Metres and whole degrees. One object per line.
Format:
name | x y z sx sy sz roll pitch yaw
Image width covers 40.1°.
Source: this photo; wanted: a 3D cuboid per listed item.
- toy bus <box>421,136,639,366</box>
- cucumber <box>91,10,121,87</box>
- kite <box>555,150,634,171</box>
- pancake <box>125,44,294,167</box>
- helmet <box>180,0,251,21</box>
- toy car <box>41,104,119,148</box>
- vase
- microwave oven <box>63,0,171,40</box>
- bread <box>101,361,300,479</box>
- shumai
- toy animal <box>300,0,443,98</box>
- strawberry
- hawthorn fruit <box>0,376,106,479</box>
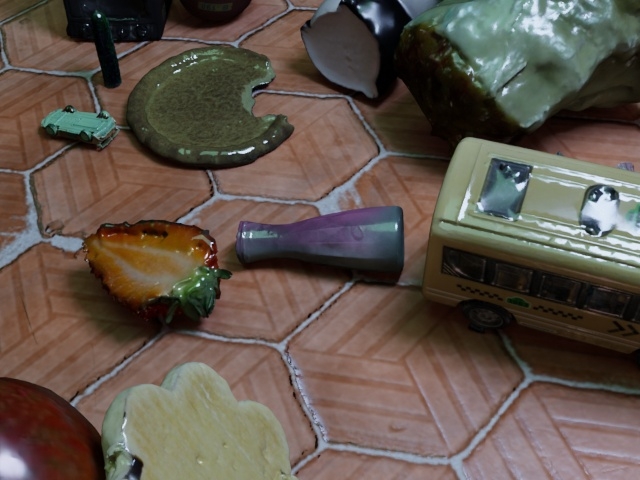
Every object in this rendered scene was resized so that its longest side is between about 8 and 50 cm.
toy bus | 0.307 0.017 0.995 0.365 0.202 0.177 14 60 14
cucumber | -0.345 -0.308 1.406 0.032 0.133 0.032 0 45 0
kite | 0.392 -0.083 1.238 0.139 0.011 0.157 -29 53 -26
pancake | -0.167 -0.217 1.379 0.286 0.033 0.288 19 50 21
helmet | -0.178 -0.445 1.546 0.175 0.106 0.155 -9 50 -12
toy car | -0.374 -0.176 1.349 0.122 0.035 0.059 10 47 24
vase | 0.000 0.000 1.134 0.214 0.086 0.086 -1 46 9
microwave oven | -0.358 -0.483 1.501 0.178 0.247 0.188 3 47 2
bread | -0.090 0.253 0.776 0.054 0.316 0.316 -30 42 21
shumai | 0.281 -0.272 1.243 0.397 0.324 0.323 38 73 10
toy animal | 0.099 -0.356 1.401 0.235 0.165 0.187 -50 20 -30
strawberry | -0.201 0.044 1.095 0.192 0.085 0.140 -8 54 3
hawthorn fruit | -0.294 0.286 0.749 0.308 0.324 0.308 -24 7 3
